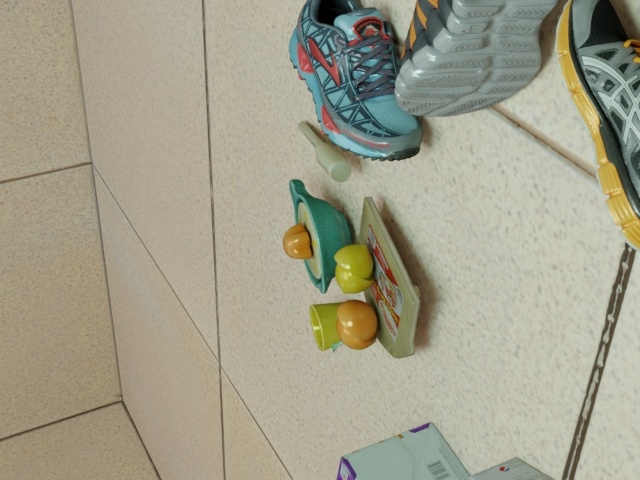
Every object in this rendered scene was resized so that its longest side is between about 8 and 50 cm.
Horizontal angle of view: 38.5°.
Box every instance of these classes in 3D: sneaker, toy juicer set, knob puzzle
[{"bbox_3d":[0.038,-0.201,1.046,0.261,0.104,0.125,59,150,32],"label":"sneaker"},{"bbox_3d":[0.000,0.000,1.234,0.209,0.090,0.328,-165,64,-77],"label":"toy juicer set"},{"bbox_3d":[0.245,-0.100,0.696,0.083,0.084,0.214,-27,72,37],"label":"sneaker"},{"bbox_3d":[0.136,-0.244,0.811,0.321,0.125,0.180,117,150,-67],"label":"sneaker"},{"bbox_3d":[0.091,0.066,1.178,0.213,0.030,0.213,167,90,-77],"label":"knob puzzle"}]

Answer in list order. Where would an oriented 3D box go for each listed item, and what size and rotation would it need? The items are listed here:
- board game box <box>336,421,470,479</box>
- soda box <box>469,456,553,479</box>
[{"bbox_3d":[0.102,0.398,1.220,0.144,0.142,0.275,54,149,39],"label":"board game box"},{"bbox_3d":[0.223,0.360,1.022,0.074,0.069,0.216,23,124,62],"label":"soda box"}]
